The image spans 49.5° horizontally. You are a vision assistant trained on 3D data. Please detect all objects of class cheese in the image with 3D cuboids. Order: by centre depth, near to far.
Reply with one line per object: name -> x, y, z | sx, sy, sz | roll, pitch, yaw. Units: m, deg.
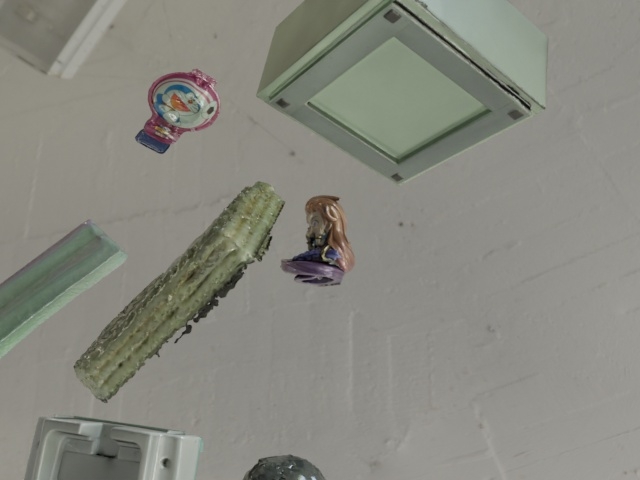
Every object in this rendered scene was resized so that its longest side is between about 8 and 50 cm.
cheese -> -0.307, -0.270, 1.476 | 0.244, 0.155, 0.062 | -40, -145, 33

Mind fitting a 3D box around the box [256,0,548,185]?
box -> 0.090, -0.189, 0.768 | 0.225, 0.225, 0.117 | -26, -137, 47

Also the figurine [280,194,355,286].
figurine -> 0.008, 0.007, 1.130 | 0.114, 0.126, 0.157 | 26, -113, -9

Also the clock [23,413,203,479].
clock -> -0.329, 0.385, 1.032 | 0.262, 0.116, 0.231 | 4, -108, 16

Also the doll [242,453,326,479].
doll -> -0.031, 0.293, 0.368 | 0.340, 0.246, 0.158 | -62, -162, -20

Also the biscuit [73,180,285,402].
biscuit -> -0.131, 0.052, 0.599 | 0.046, 0.147, 0.250 | 43, -68, -10

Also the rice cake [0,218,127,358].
rice cake -> -0.354, 0.061, 0.870 | 0.080, 0.042, 0.221 | 40, -113, 20
